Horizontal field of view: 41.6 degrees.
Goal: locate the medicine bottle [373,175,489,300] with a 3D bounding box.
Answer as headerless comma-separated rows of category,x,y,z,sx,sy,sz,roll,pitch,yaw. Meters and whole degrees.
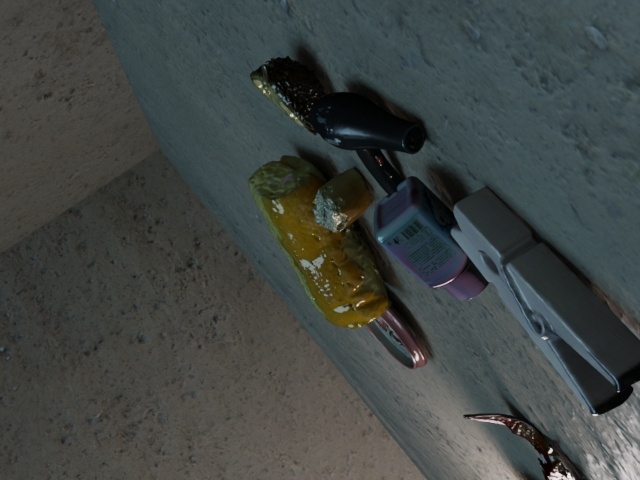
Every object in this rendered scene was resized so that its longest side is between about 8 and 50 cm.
medicine bottle,0.174,0.005,1.282,0.188,0.094,0.119,42,-157,-18

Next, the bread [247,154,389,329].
bread,0.000,0.000,1.837,0.375,0.165,0.236,60,168,-23

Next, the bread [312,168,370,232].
bread,0.045,-0.071,1.625,0.082,0.106,0.125,56,166,23

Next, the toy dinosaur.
toy dinosaur,0.419,0.452,1.621,0.327,0.113,0.206,56,168,1

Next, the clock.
clock,0.167,0.205,2.009,0.244,0.056,0.244,48,167,15

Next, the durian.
durian,-0.047,-0.266,1.461,0.148,0.091,0.188,45,-173,32

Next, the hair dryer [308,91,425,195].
hair dryer,0.115,-0.125,1.358,0.235,0.091,0.271,24,162,47

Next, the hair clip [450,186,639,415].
hair clip,0.297,0.071,1.117,0.331,0.085,0.101,55,167,28
